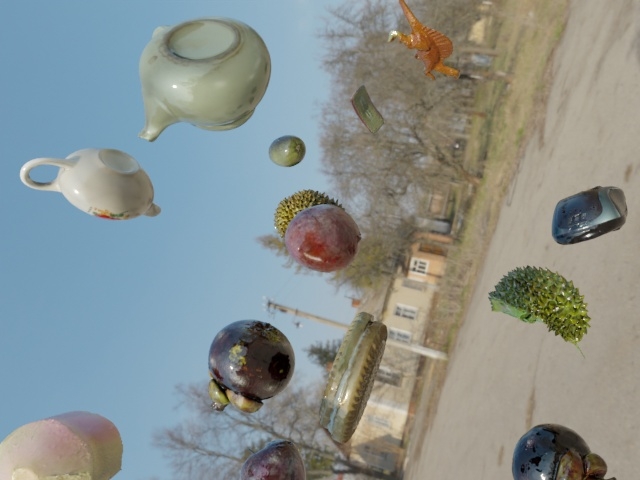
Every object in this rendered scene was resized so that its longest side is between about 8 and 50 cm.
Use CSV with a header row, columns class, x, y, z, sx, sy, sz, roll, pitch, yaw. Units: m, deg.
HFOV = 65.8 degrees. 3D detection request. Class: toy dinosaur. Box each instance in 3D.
class,x,y,z,sx,sy,sz,roll,pitch,yaw
toy dinosaur,0.213,-0.398,1.001,0.057,0.142,0.212,-62,-21,-6

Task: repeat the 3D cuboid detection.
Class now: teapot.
class,x,y,z,sx,sy,sz,roll,pitch,yaw
teapot,-0.350,-0.096,0.794,0.226,0.145,0.092,11,-56,-40
teapot,-0.194,-0.302,0.834,0.149,0.220,0.318,90,173,-52

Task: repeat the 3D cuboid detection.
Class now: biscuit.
class,x,y,z,sx,sy,sz,roll,pitch,yaw
biscuit,0.067,0.265,0.976,0.259,0.079,0.259,18,-90,-75

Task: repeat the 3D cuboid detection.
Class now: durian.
class,x,y,z,sx,sy,sz,roll,pitch,yaw
durian,0.614,0.175,1.409,0.157,0.169,0.355,-38,21,-9
durian,-0.039,-0.061,1.780,0.293,0.258,0.258,-30,-45,-47

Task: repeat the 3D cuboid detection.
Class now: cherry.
class,x,y,z,sx,sy,sz,roll,pitch,yaw
cherry,-0.126,0.665,1.392,0.195,0.195,0.195,13,-90,-77
cherry,0.000,0.000,1.267,0.175,0.192,0.250,-48,-13,24

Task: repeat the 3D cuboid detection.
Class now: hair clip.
class,x,y,z,sx,sy,sz,roll,pitch,yaw
hair clip,0.116,-0.329,1.240,0.054,0.022,0.137,-49,-45,-4

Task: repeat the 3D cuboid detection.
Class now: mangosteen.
class,x,y,z,sx,sy,sz,roll,pitch,yaw
mangosteen,-0.159,0.278,1.057,0.217,0.192,0.192,-63,-11,7
mangosteen,0.600,0.567,1.211,0.250,0.211,0.211,1,73,58

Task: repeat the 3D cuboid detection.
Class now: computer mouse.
class,x,y,z,sx,sy,sz,roll,pitch,yaw
computer mouse,0.569,-0.061,1.054,0.233,0.137,0.096,-23,-85,-52

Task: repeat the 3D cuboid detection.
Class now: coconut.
class,x,y,z,sx,sy,sz,roll,pitch,yaw
coconut,-0.597,0.511,1.118,0.245,0.233,0.233,51,-127,-78

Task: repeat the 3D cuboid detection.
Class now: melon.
class,x,y,z,sx,sy,sz,roll,pitch,yaw
melon,-0.106,-0.275,1.528,0.162,0.099,0.099,7,81,59
